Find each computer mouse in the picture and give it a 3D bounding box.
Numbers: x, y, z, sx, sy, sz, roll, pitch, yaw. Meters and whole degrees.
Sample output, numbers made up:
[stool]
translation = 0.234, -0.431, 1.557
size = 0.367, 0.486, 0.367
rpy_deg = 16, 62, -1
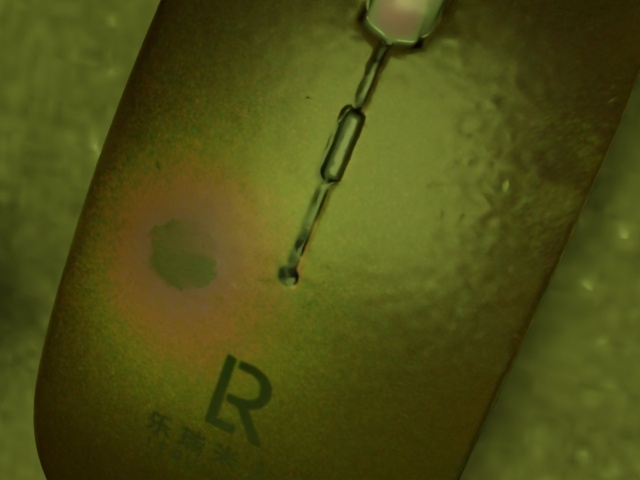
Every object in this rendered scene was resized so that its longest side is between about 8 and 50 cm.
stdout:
[computer mouse]
translation = 0.000, 0.000, 0.633
size = 0.158, 0.072, 0.310
rpy_deg = 25, 110, 7
